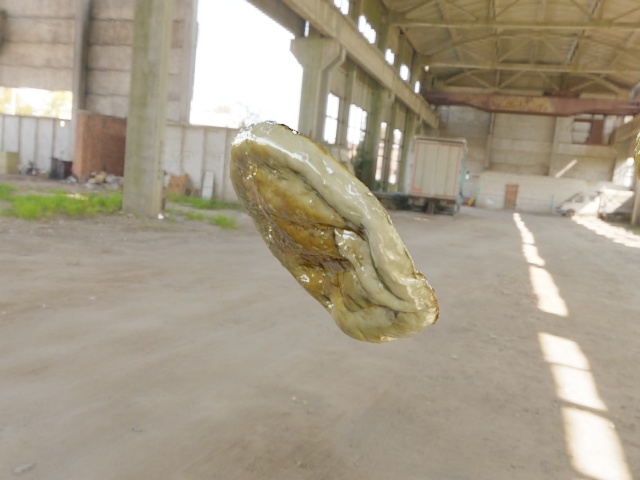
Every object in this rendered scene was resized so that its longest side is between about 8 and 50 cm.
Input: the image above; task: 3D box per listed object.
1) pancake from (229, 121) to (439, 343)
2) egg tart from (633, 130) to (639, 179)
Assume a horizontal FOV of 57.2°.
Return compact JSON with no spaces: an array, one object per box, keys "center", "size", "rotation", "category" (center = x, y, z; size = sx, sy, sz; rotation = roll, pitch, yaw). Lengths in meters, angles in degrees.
[{"center":[-0.001,-0.001,0.808],"size":[0.082,0.387,0.387],"rotation":[-41,27,-18],"category":"pancake"},{"center":[0.809,-0.222,1.081],"size":[0.443,0.443,0.178],"rotation":[1,49,-34],"category":"egg tart"}]
